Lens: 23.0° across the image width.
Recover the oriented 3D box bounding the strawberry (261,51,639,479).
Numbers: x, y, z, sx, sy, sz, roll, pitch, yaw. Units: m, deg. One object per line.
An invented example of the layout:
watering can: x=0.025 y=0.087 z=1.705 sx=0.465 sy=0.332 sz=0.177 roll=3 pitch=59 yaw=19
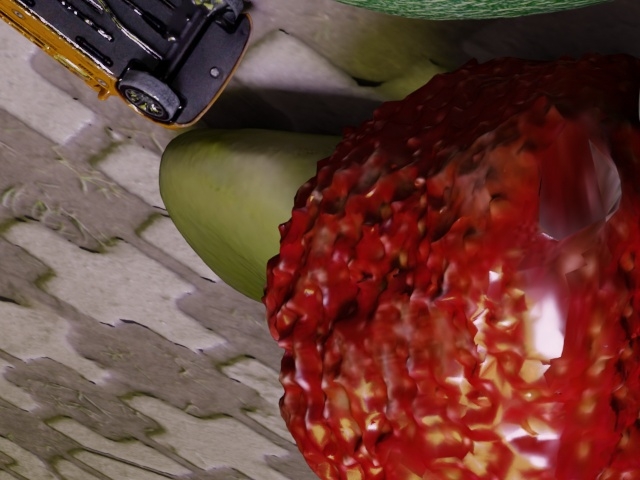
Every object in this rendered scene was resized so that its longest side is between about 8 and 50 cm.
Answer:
strawberry: x=0.105 y=0.035 z=0.765 sx=0.261 sy=0.261 sz=0.257 roll=39 pitch=155 yaw=-28

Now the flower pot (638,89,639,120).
flower pot: x=0.213 y=-0.076 z=0.607 sx=0.235 sy=0.140 sz=0.235 roll=21 pitch=153 yaw=11

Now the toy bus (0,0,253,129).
toy bus: x=-0.136 y=-0.143 z=0.865 sx=0.194 sy=0.083 sz=0.088 roll=38 pitch=162 yaw=-20

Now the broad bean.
broad bean: x=0.000 y=0.000 z=0.979 sx=0.263 sy=0.121 sz=0.189 roll=7 pitch=153 yaw=39

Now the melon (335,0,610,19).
melon: x=0.072 y=-0.164 z=0.511 sx=0.287 sy=0.182 sz=0.182 roll=-3 pitch=144 yaw=35
